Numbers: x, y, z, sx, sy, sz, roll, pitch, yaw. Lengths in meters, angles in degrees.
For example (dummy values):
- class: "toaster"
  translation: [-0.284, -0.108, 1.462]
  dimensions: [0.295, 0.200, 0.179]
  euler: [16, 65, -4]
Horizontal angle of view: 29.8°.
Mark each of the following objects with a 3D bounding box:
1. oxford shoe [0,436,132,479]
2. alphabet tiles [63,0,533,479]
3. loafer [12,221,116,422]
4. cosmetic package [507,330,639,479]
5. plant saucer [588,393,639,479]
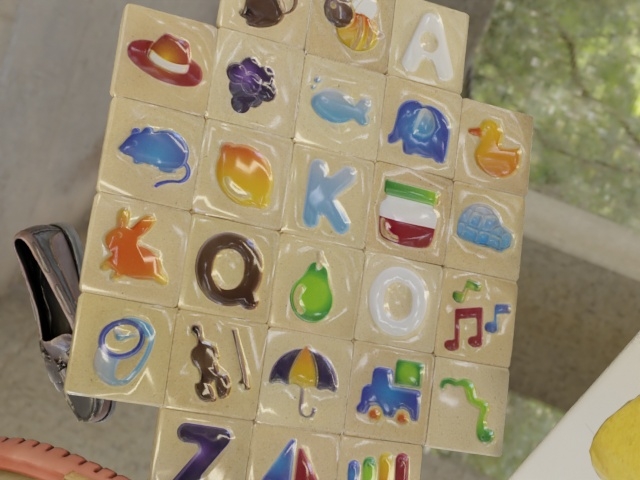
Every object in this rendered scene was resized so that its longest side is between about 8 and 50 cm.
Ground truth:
- class: "oxford shoe"
  translation: [-0.184, 0.163, 0.508]
  dimensions: [0.130, 0.348, 0.123]
  euler: [-48, 129, -51]
- class: "alphabet tiles"
  translation: [0.000, 0.000, 0.736]
  dimensions: [0.011, 0.285, 0.343]
  euler: [164, -65, -65]
- class: "loafer"
  translation: [-0.381, 0.123, 1.746]
  dimensions: [0.095, 0.109, 0.303]
  euler: [-6, 79, -56]
- class: "cosmetic package"
  translation: [0.471, 0.248, 1.226]
  dimensions: [0.329, 0.327, 0.394]
  euler: [9, 125, -44]
- class: "plant saucer"
  translation: [0.317, 0.109, 0.389]
  dimensions: [0.333, 0.333, 0.081]
  euler: [-41, -170, 24]
